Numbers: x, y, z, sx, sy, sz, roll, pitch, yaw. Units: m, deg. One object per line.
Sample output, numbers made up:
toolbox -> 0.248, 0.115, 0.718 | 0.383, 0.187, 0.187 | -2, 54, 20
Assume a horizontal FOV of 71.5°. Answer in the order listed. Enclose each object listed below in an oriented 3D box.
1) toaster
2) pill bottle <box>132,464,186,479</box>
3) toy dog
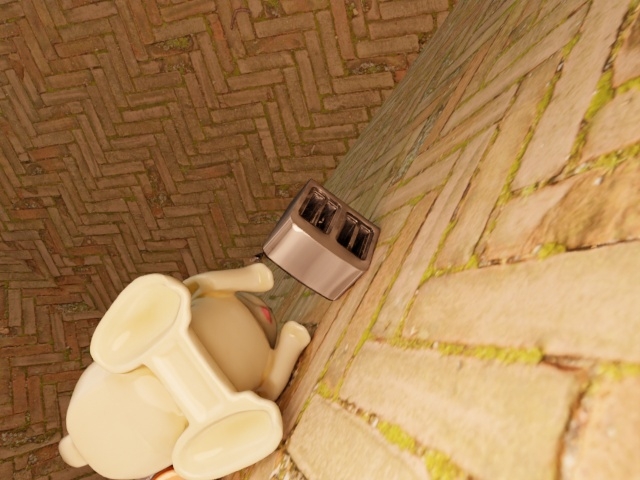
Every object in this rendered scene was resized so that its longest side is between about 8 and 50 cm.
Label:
toaster -> 0.000, 0.000, 0.792 | 0.110, 0.168, 0.186 | -48, 10, 40
pill bottle -> -0.255, 0.418, 0.765 | 0.130, 0.130, 0.245 | -59, 9, -24
toy dog -> -0.200, 0.221, 0.786 | 0.395, 0.284, 0.408 | -46, -2, 10
